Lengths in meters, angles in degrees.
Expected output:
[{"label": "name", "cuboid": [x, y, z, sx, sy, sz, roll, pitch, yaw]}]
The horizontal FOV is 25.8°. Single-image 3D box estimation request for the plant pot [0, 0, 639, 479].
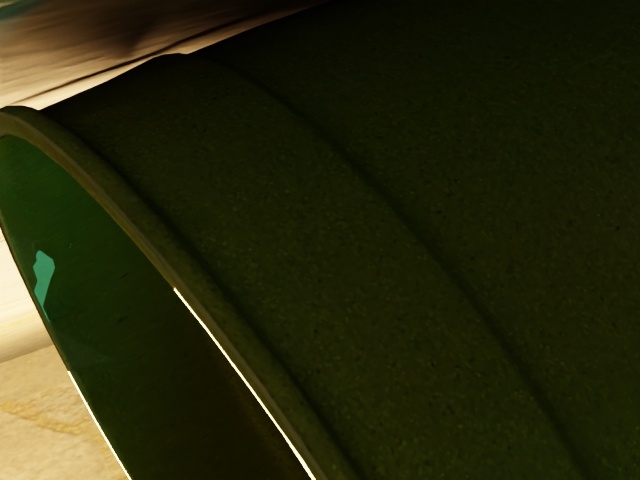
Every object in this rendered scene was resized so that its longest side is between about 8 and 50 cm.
[{"label": "plant pot", "cuboid": [0.104, 0.026, 0.598, 0.353, 0.366, 0.366, -31, -179, -19]}]
